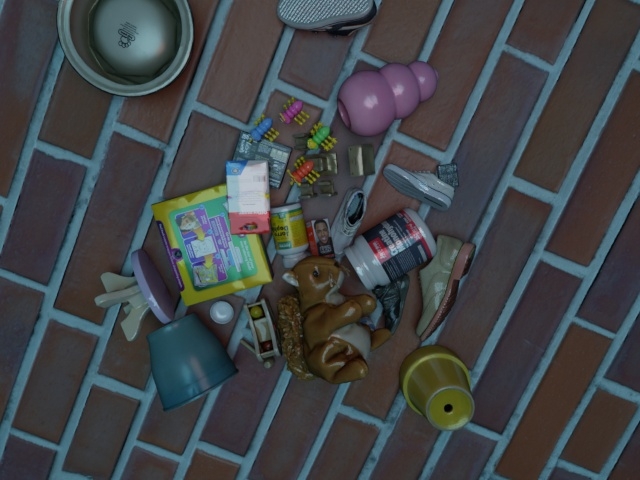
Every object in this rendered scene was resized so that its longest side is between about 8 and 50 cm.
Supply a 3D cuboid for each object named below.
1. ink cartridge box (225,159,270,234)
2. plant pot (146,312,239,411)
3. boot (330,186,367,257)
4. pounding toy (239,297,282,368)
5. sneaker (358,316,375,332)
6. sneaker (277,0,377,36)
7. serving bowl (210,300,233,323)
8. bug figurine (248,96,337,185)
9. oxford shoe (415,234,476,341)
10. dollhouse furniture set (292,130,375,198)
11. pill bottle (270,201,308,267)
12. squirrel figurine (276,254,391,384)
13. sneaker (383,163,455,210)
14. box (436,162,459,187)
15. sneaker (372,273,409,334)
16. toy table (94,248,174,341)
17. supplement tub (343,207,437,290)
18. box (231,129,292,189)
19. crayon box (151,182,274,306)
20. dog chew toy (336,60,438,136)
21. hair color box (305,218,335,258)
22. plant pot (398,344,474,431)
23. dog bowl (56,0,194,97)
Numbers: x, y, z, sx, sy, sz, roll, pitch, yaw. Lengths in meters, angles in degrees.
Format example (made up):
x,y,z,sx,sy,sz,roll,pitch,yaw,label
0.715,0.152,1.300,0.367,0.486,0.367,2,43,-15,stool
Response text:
x,y,z,sx,sy,sz,roll,pitch,yaw,label
-0.231,-0.137,1.483,0.134,0.078,0.231,-3,96,-11,ink cartridge box
-0.455,0.395,1.583,0.271,0.271,0.255,-26,86,3,plant pot
0.089,-0.057,1.579,0.095,0.123,0.259,15,99,-4,boot
-0.223,0.343,1.622,0.154,0.154,0.270,-17,99,1,pounding toy
0.107,0.376,1.645,0.085,0.086,0.237,34,99,-11,sneaker
0.024,-0.717,1.477,0.320,0.127,0.126,10,94,22,sneaker
-0.352,0.255,1.667,0.083,0.027,0.084,0,99,-1,serving bowl
-0.089,-0.319,1.459,0.279,0.072,0.216,46,105,4,bug figurine
0.410,0.168,1.645,0.146,0.140,0.397,27,104,25,oxford shoe
0.046,-0.260,1.561,0.241,0.161,0.212,-2,100,21,dollhouse furniture set
-0.104,-0.019,1.583,0.117,0.117,0.209,-10,100,0,pill bottle
-0.019,0.246,1.499,0.396,0.281,0.371,-26,94,36,squirrel figurine
0.338,-0.198,1.590,0.258,0.094,0.091,31,65,1,sneaker
0.444,-0.224,1.615,0.067,0.018,0.084,-10,100,0,box
0.232,0.222,1.652,0.130,0.087,0.228,10,96,-2,sneaker
-0.617,0.184,1.553,0.160,0.252,0.274,-29,61,-4,toy table
0.233,0.031,1.561,0.272,0.191,0.191,-31,99,2,supplement tub
-0.200,-0.269,1.558,0.180,0.077,0.148,17,98,-5,box
-0.359,0.004,1.585,0.312,0.106,0.363,-16,99,-1,crayon box
0.223,-0.468,1.485,0.331,0.206,0.207,-24,99,-6,dog chew toy
0.000,0.000,1.598,0.071,0.043,0.141,-10,87,-34,hair color box
0.420,0.531,1.630,0.253,0.239,0.254,0,100,-1,plant pot
-0.582,-0.649,1.448,0.407,0.150,0.409,0,100,-2,dog bowl
